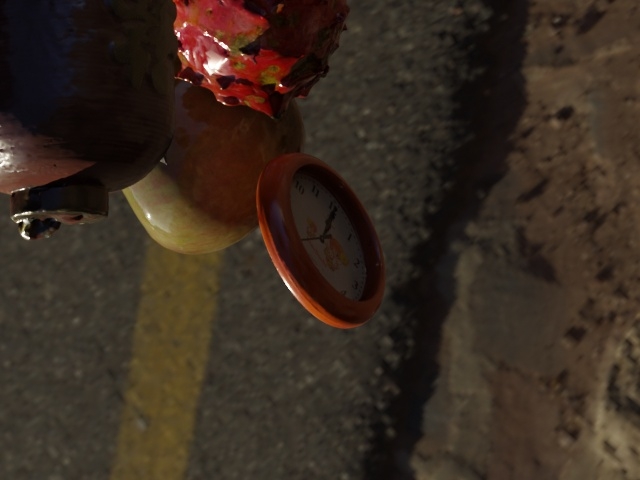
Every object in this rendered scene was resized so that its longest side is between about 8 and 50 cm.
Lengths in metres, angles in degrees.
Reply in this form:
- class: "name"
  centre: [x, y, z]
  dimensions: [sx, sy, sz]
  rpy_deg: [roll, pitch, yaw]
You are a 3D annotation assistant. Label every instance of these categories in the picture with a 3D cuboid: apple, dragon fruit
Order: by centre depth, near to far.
- class: "dragon fruit"
  centre: [-0.065, -0.266, 1.856]
  dimensions: [0.205, 0.210, 0.268]
  rpy_deg: [25, 142, 9]
- class: "apple"
  centre: [-0.136, -0.120, 2.068]
  dimensions: [0.234, 0.257, 0.256]
  rpy_deg: [-28, 95, -3]

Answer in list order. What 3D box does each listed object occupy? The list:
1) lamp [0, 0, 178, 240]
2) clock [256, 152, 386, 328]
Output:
- class: "lamp"
  centre: [-0.182, -0.129, 1.234]
  dimensions: [0.180, 0.180, 0.258]
  rpy_deg: [-7, 83, 33]
- class: "clock"
  centre: [0.000, 0.000, 1.879]
  dimensions: [0.051, 0.205, 0.205]
  rpy_deg: [-25, 96, 28]
